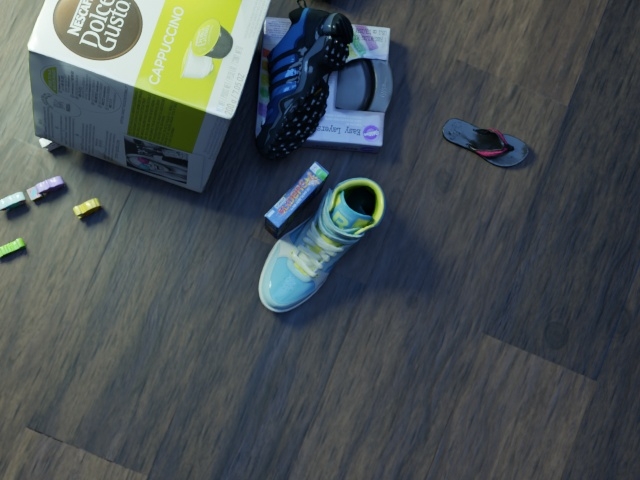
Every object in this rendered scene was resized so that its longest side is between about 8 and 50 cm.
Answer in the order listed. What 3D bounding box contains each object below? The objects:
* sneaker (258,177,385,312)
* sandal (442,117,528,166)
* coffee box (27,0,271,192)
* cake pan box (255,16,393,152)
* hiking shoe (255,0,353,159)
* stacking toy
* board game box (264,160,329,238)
[{"bbox_3d":[0.000,0.000,1.624,0.127,0.208,0.319,39,84,-1],"label":"sneaker"},{"bbox_3d":[0.332,-0.197,1.749,0.179,0.040,0.067,20,83,-2],"label":"sandal"},{"bbox_3d":[-0.293,-0.338,1.524,0.334,0.338,0.338,18,69,-9],"label":"coffee box"},{"bbox_3d":[0.009,-0.307,1.726,0.266,0.070,0.246,6,86,-3],"label":"cake pan box"},{"bbox_3d":[-0.052,-0.299,1.652,0.132,0.113,0.304,28,90,29],"label":"hiking shoe"},{"bbox_3d":[-0.557,-0.089,1.673,0.221,0.052,0.167,-27,87,-5],"label":"stacking toy"},{"bbox_3d":[-0.047,-0.072,1.631,0.035,0.201,0.136,43,83,1],"label":"board game box"}]
